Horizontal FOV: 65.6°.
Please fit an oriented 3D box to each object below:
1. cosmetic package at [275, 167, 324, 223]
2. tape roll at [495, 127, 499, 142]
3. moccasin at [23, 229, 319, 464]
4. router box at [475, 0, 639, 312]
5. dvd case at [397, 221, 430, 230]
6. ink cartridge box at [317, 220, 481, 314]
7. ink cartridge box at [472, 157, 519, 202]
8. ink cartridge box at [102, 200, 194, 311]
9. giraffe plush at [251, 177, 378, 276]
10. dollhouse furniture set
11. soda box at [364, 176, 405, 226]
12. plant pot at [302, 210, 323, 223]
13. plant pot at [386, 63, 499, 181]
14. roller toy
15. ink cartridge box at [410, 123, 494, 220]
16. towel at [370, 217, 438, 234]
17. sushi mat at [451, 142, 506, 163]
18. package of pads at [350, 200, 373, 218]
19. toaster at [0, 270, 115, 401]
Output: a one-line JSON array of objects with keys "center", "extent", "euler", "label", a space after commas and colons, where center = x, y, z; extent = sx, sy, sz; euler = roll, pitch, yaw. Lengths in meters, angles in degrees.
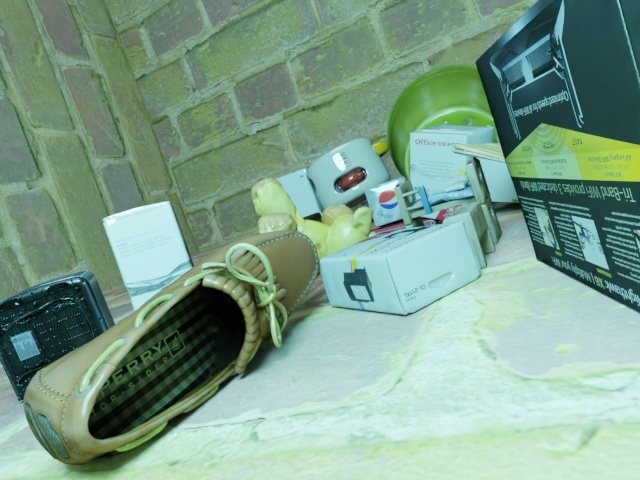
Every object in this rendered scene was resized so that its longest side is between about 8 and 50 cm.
[{"center": [-0.035, -0.089, 1.436], "extent": [0.138, 0.224, 0.224], "euler": [-17, 6, 17], "label": "cosmetic package"}, {"center": [0.516, -0.247, 0.894], "extent": [0.391, 0.072, 0.392], "euler": [-11, 11, 2], "label": "tape roll"}, {"center": [-0.113, 0.083, 0.540], "extent": [0.146, 0.139, 0.380], "euler": [-13, 9, 39], "label": "moccasin"}, {"center": [0.236, -0.081, 0.419], "extent": [0.080, 0.243, 0.309], "euler": [-19, 7, 7], "label": "router box"}, {"center": [0.142, -0.005, 0.897], "extent": [0.119, 0.013, 0.087], "euler": [-15, 9, 10], "label": "dvd case"}, {"center": [0.095, 0.034, 0.642], "extent": [0.127, 0.073, 0.175], "euler": [-22, 6, -26], "label": "ink cartridge box"}, {"center": [0.421, -0.144, 0.967], "extent": [0.160, 0.093, 0.219], "euler": [8, 23, 44], "label": "ink cartridge box"}, {"center": [-0.222, 0.060, 0.713], "extent": [0.092, 0.218, 0.158], "euler": [-21, 6, -14], "label": "ink cartridge box"}, {"center": [0.000, 0.000, 0.775], "extent": [0.170, 0.211, 0.181], "euler": [-15, -19, -4], "label": "giraffe plush"}, {"center": [0.174, -0.034, 0.728], "extent": [0.129, 0.129, 0.183], "euler": [-16, 7, 29], "label": "dollhouse furniture set"}, {"center": [0.178, -0.088, 1.217], "extent": [0.097, 0.091, 0.286], "euler": [-18, -2, 12], "label": "soda box"}, {"center": [-0.021, -0.012, 1.276], "extent": [0.109, 0.109, 0.096], "euler": [-18, 3, 16], "label": "plant pot"}, {"center": [0.337, -0.239, 1.255], "extent": [0.366, 0.367, 0.353], "euler": [-17, 18, 19], "label": "plant pot"}, {"center": [0.069, -0.168, 1.264], "extent": [0.191, 0.146, 0.209], "euler": [-25, -5, -41], "label": "roller toy"}, {"center": [0.269, -0.142, 1.021], "extent": [0.128, 0.177, 0.127], "euler": [15, 28, 40], "label": "ink cartridge box"}, {"center": [0.125, 0.008, 0.985], "extent": [0.198, 0.031, 0.275], "euler": [-15, 9, 23], "label": "towel"}, {"center": [0.343, -0.101, 0.670], "extent": [0.151, 0.019, 0.316], "euler": [-8, 22, -31], "label": "sushi mat"}, {"center": [0.110, -0.105, 1.725], "extent": [0.229, 0.101, 0.296], "euler": [-21, 5, -26], "label": "package of pads"}, {"center": [-0.445, 0.145, 0.830], "extent": [0.167, 0.186, 0.110], "euler": [-22, 11, -16], "label": "toaster"}]
